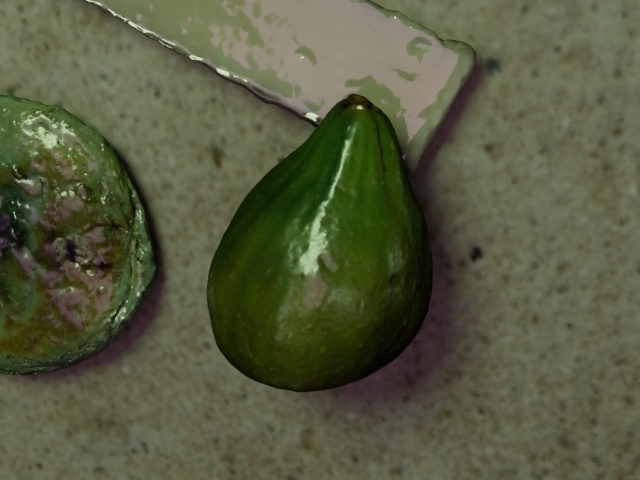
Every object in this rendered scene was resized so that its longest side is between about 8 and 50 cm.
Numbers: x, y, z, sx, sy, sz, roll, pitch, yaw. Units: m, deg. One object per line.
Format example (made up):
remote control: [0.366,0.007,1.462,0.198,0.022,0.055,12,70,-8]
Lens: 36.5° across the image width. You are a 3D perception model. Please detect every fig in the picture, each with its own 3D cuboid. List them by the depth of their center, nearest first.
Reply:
fig: [0.000,0.000,0.512,0.123,0.123,0.156,6,123,8]

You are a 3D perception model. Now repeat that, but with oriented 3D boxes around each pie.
pie: [-0.192,0.001,0.598,0.186,0.041,0.187,3,108,10]

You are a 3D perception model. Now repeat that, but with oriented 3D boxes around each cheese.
cheese: [-0.106,-0.161,0.533,0.400,0.034,0.085,27,108,0]
